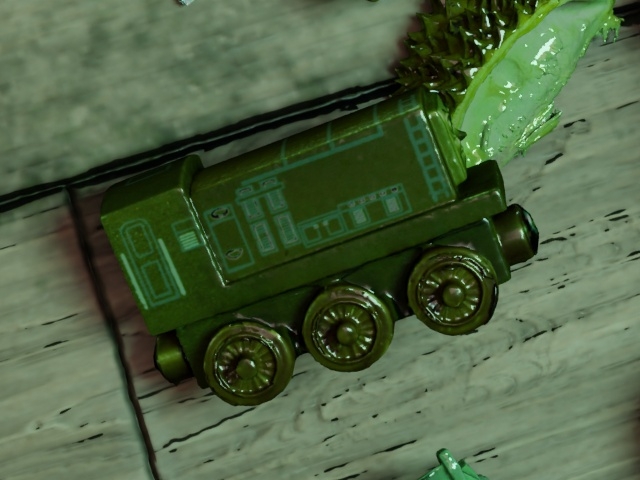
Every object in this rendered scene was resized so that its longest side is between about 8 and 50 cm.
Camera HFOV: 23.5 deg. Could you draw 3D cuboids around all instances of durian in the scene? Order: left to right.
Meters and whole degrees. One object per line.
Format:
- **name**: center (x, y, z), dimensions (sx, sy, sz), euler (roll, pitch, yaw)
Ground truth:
- **durian**: center (0.109, -0.110, 0.901), dimensions (0.215, 0.086, 0.100), euler (-50, 127, -2)

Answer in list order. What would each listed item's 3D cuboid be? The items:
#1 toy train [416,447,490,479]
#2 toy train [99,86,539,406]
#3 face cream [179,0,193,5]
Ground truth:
- **toy train**: center (0.080, 0.192, 0.872), dimensions (0.099, 0.081, 0.149), euler (-33, 92, -7)
- **toy train**: center (0.000, 0.000, 0.843), dimensions (0.225, 0.090, 0.137), euler (-20, 103, 9)
- **face cream**: center (-0.043, -0.182, 0.899), dimensions (0.115, 0.020, 0.038), euler (-34, 101, -7)
